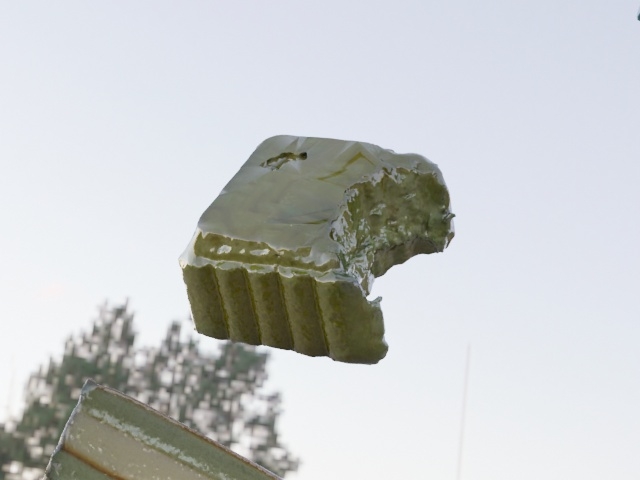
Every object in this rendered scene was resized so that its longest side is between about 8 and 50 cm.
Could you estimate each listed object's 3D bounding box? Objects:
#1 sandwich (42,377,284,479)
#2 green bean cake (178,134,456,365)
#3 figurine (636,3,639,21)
[{"bbox_3d":[-0.090,0.160,0.866,0.113,0.079,0.163,12,-23,21],"label":"sandwich"},{"bbox_3d":[0.000,0.000,1.335,0.233,0.236,0.124,9,-50,24],"label":"green bean cake"},{"bbox_3d":[0.341,-0.216,1.263,0.075,0.068,0.140,13,-22,15],"label":"figurine"}]
